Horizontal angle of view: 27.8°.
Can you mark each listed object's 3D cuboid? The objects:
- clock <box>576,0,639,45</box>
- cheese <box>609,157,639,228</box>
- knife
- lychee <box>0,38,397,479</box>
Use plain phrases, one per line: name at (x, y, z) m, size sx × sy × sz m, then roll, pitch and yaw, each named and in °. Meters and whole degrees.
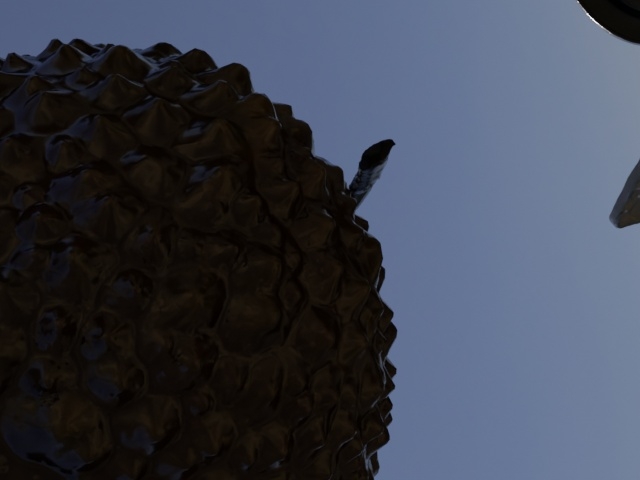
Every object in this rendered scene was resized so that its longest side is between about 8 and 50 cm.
clock at (0.314, -0.267, 1.186) m, size 0.040 × 0.184 × 0.184 m, roll -6°, pitch -101°, yaw -81°
cheese at (0.196, -0.093, 0.627) m, size 0.054 × 0.127 × 0.251 m, roll 56°, pitch 149°, yaw 31°
knife at (-0.006, 0.002, 0.785) m, size 0.046 × 0.222 × 0.021 m, roll -15°, pitch -114°, yaw -25°
lychee at (-0.102, 0.053, 0.514) m, size 0.267 × 0.267 × 0.267 m, roll 48°, pitch -147°, yaw -46°
